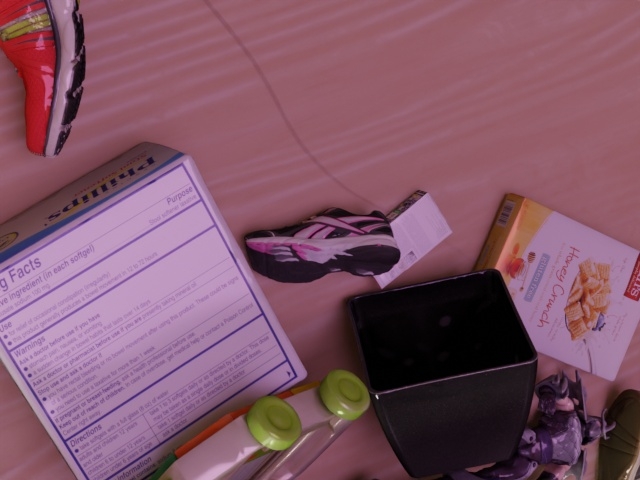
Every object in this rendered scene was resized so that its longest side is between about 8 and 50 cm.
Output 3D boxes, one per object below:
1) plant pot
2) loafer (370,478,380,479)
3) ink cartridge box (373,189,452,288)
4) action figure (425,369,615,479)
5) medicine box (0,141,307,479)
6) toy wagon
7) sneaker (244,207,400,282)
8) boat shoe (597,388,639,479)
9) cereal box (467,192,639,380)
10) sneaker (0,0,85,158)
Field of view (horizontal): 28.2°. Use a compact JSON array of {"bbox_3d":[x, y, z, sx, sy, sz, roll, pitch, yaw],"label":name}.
[{"bbox_3d":[0.144,0.166,1.482,0.188,0.187,0.167,-11,122,-2],"label":"plant pot"},{"bbox_3d":[0.102,0.413,1.550,0.084,0.096,0.267,-30,103,4],"label":"loafer"},{"bbox_3d":[0.096,-0.001,1.527,0.115,0.029,0.063,-39,112,-12],"label":"ink cartridge box"},{"bbox_3d":[0.258,0.266,1.607,0.285,0.099,0.185,-11,98,-24],"label":"action figure"},{"bbox_3d":[-0.205,0.085,1.347,0.263,0.149,0.289,-32,109,-15],"label":"medicine box"},{"bbox_3d":[-0.104,0.250,1.339,0.344,0.068,0.267,-12,149,-52],"label":"toy wagon"},{"bbox_3d":[0.000,0.000,1.471,0.178,0.077,0.072,2,138,-8],"label":"sneaker"},{"bbox_3d":[0.416,0.302,1.690,0.073,0.080,0.223,2,104,-24],"label":"boat shoe"},{"bbox_3d":[0.306,0.062,1.617,0.240,0.047,0.173,22,91,-25],"label":"cereal box"},{"bbox_3d":[-0.303,-0.222,1.297,0.118,0.107,0.278,-2,97,-4],"label":"sneaker"}]
